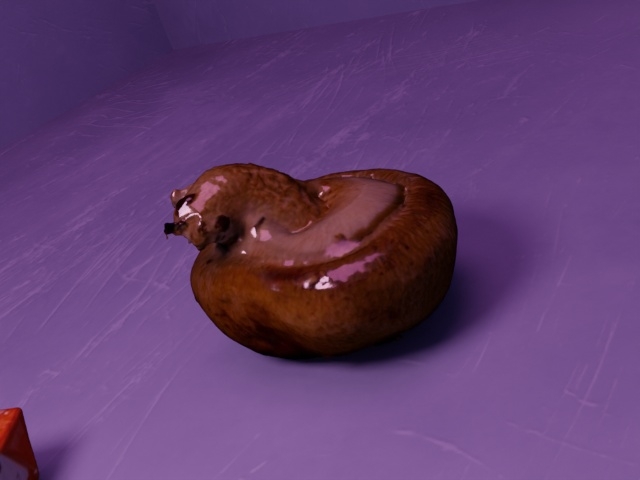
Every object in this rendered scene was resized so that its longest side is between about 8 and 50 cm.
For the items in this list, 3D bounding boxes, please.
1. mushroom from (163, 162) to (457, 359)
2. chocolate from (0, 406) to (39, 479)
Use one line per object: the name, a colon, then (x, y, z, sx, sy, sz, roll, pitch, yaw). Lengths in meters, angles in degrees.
mushroom: (0.000, 0.000, 1.101, 0.346, 0.259, 0.345, -17, 25, 8)
chocolate: (-0.446, 0.309, 0.987, 0.238, 0.108, 0.234, -15, 24, 7)
